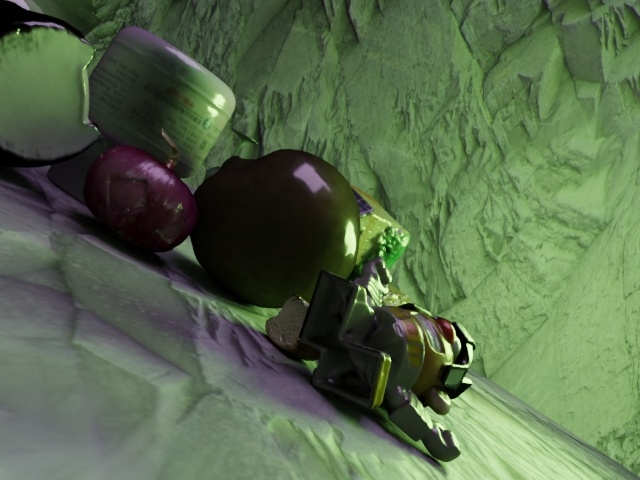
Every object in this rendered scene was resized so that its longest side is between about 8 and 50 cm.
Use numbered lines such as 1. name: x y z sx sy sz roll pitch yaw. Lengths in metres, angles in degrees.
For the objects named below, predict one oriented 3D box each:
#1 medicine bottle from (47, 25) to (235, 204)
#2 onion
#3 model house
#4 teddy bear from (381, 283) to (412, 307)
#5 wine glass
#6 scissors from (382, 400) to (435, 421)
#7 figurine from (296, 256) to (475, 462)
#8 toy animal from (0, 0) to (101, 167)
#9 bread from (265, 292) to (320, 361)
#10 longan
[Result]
1. medicine bottle: -0.323 -0.196 1.158 0.241 0.302 0.241 33 1 -1
2. onion: -0.264 -0.063 0.963 0.177 0.153 0.177 34 -38 31
3. model house: 0.000 0.000 1.568 0.280 0.312 0.245 25 21 -49
4. teddy bear: 0.145 0.175 1.791 0.256 0.156 0.267 35 1 39
5. wine glass: -0.236 -0.179 1.616 0.079 0.195 0.079 30 0 0
6. scissors: 0.102 0.234 0.979 0.204 0.027 0.101 33 5 37
7. figurine: 0.105 0.153 0.894 0.143 0.309 0.308 -18 -33 34
8. toy animal: -0.487 -0.251 0.957 0.310 0.251 0.251 24 -4 37
9. bread: -0.027 0.130 0.929 0.083 0.077 0.070 32 -11 46
10. longan: -0.077 -0.018 1.100 0.297 0.297 0.297 32 1 -1
